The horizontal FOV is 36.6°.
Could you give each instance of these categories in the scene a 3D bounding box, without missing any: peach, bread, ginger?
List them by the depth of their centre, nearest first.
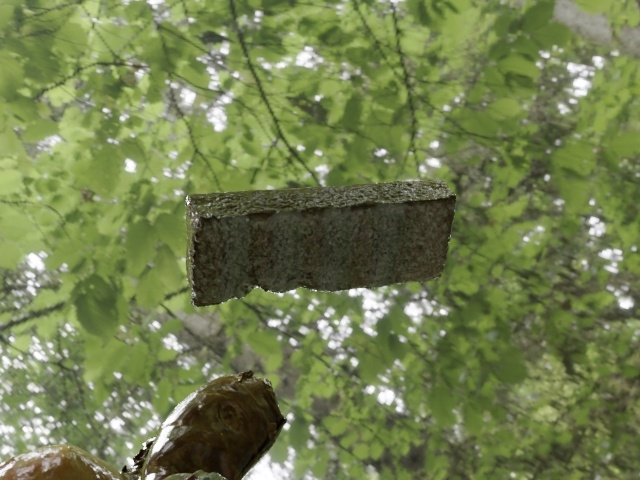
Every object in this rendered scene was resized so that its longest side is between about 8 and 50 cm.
[{"bbox_3d":[-0.327,0.363,1.201,0.233,0.232,0.232,-15,-65,-35],"label":"peach"},{"bbox_3d":[0.000,0.000,1.507,0.417,0.113,0.165,-5,-55,-12],"label":"bread"},{"bbox_3d":[-0.232,0.388,1.690,0.176,0.254,0.418,50,-138,-8],"label":"ginger"}]

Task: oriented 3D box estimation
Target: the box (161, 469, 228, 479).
[{"bbox_3d":[-0.156,0.441,0.981,0.263,0.108,0.403,2,-83,-83],"label":"box"}]
